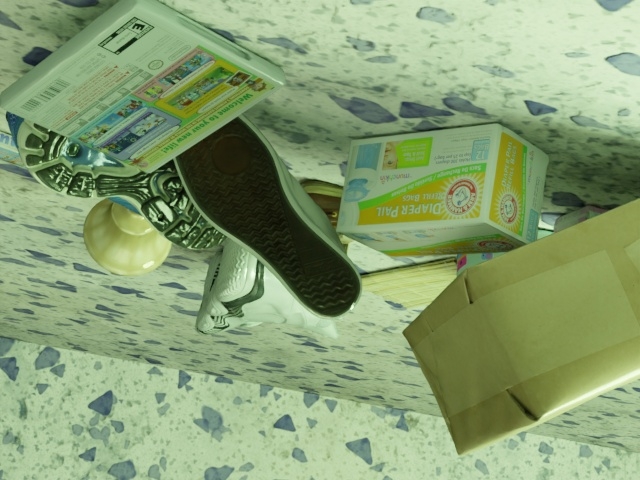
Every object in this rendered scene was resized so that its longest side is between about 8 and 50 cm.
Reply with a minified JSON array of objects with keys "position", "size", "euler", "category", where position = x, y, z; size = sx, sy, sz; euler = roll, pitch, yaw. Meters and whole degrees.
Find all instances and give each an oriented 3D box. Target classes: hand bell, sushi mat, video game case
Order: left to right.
[{"position":[-0.239,-0.057,1.773],"size":[0.126,0.126,0.242],"euler":[13,152,-11],"category":"hand bell"},{"position":[-0.176,-0.150,1.316],"size":[0.212,0.023,0.193],"euler":[-29,143,35],"category":"video game case"},{"position":[0.173,0.070,2.086],"size":[0.151,0.019,0.316],"euler":[17,164,-28],"category":"sushi mat"}]

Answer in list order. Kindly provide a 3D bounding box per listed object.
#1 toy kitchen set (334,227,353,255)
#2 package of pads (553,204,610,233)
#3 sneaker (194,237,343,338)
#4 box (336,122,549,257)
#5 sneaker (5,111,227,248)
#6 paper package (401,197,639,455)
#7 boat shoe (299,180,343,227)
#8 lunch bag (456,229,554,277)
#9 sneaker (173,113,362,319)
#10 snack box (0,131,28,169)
[{"position":[0.000,0.000,1.829],"size":[0.075,0.068,0.083],"euler":[15,165,-18],"category":"toy kitchen set"},{"position":[0.322,-0.017,1.608],"size":[0.050,0.032,0.083],"euler":[16,165,-15],"category":"package of pads"},{"position":[-0.072,0.092,2.094],"size":[0.210,0.137,0.366],"euler":[16,162,-10],"category":"sneaker"},{"position":[0.132,-0.050,1.449],"size":[0.203,0.114,0.103],"euler":[-4,160,41],"category":"box"},{"position":[-0.213,-0.096,1.520],"size":[0.330,0.130,0.147],"euler":[26,-170,-41],"category":"sneaker"},{"position":[0.291,0.084,1.446],"size":[0.325,0.168,0.309],"euler":[-22,168,-15],"category":"paper package"},{"position":[0.052,-0.028,1.700],"size":[0.178,0.060,0.064],"euler":[12,166,-7],"category":"boat shoe"},{"position":[0.330,0.077,1.814],"size":[0.279,0.108,0.224],"euler":[18,164,-29],"category":"lunch bag"},{"position":[-0.066,-0.037,1.483],"size":[0.290,0.106,0.123],"euler":[53,-176,-7],"category":"sneaker"},{"position":[-0.417,-0.123,1.739],"size":[0.178,0.022,0.064],"euler":[20,162,-34],"category":"snack box"}]
